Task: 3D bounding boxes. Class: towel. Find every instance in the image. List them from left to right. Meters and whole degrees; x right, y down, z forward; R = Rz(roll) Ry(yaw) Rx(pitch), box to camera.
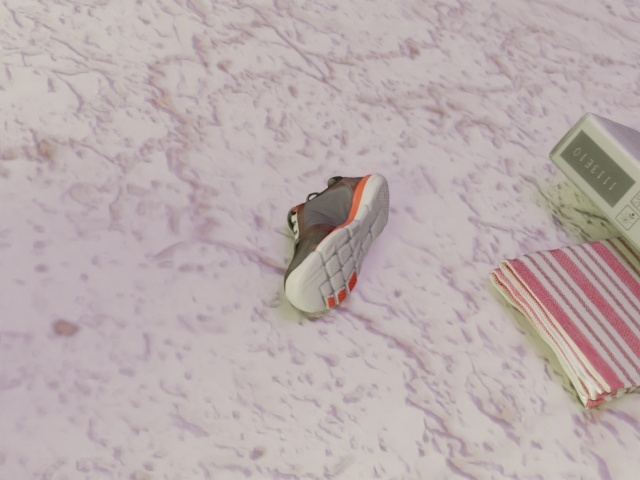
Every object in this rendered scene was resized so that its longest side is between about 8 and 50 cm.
[{"bbox_3d":[0.248,0.062,0.967,0.197,0.029,0.144,-8,52,-37],"label":"towel"}]

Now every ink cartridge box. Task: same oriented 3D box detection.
[{"bbox_3d":[0.360,0.005,1.061,0.239,0.060,0.275,6,39,-55],"label":"ink cartridge box"}]

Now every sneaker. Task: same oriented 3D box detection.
[{"bbox_3d":[0.000,0.000,0.894,0.065,0.061,0.158,10,34,23],"label":"sneaker"}]
